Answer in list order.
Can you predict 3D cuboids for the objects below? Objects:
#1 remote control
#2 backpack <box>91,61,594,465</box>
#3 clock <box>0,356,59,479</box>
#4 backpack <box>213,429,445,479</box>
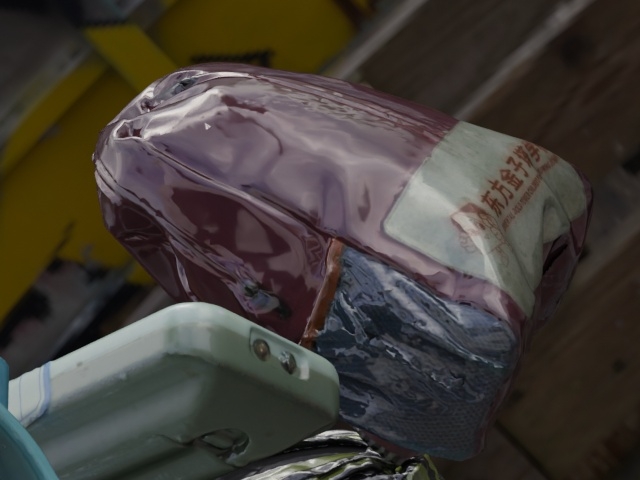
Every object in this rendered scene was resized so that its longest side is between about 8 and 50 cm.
[{"bbox_3d":[-0.145,0.128,1.052,0.335,0.128,0.065,-26,53,35],"label":"remote control"},{"bbox_3d":[0.000,0.000,1.198,0.283,0.317,0.197,-47,-22,-66],"label":"backpack"},{"bbox_3d":[-0.202,0.151,0.787,0.094,0.223,0.274,-34,39,35],"label":"clock"},{"bbox_3d":[-0.009,0.247,1.647,0.253,0.140,0.207,-17,11,2],"label":"backpack"}]
